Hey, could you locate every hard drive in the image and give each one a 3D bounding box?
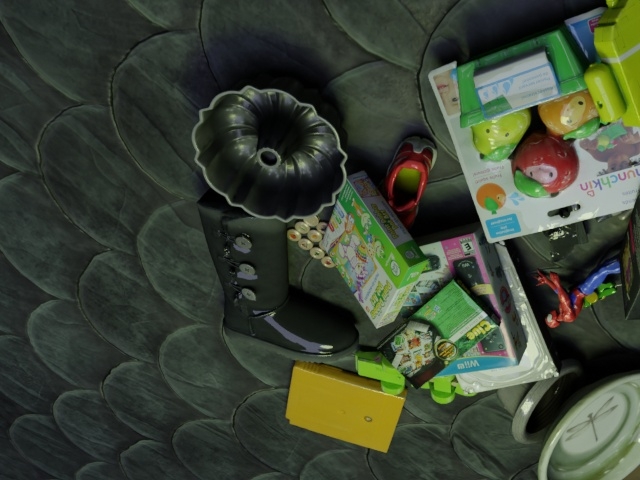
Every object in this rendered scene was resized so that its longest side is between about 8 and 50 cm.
[{"bbox_3d":[0.373,0.173,1.700,0.237,0.064,0.339,-18,100,30],"label":"hard drive"}]

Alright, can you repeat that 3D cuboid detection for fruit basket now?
[{"bbox_3d":[0.393,-0.187,1.335,0.327,0.165,0.353,-15,98,28],"label":"fruit basket"}]

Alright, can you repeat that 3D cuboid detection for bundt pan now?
[{"bbox_3d":[-0.092,-0.204,1.553,0.331,0.124,0.331,9,133,9],"label":"bundt pan"}]

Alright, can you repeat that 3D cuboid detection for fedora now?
[{"bbox_3d":[0.523,0.368,1.832,0.275,0.124,0.244,24,101,-52],"label":"fedora"}]

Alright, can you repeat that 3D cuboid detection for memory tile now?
[{"bbox_3d":[0.000,0.000,1.780,0.148,0.012,0.113,38,131,-16],"label":"memory tile"}]

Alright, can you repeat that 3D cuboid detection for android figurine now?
[{"bbox_3d":[0.536,-0.300,1.216,0.248,0.056,0.273,-36,110,-11],"label":"android figurine"}]

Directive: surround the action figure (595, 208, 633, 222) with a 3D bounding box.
[{"bbox_3d":[0.686,-0.102,1.368,0.330,0.178,0.341,-14,125,39],"label":"action figure"}]

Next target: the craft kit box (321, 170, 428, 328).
[{"bbox_3d":[0.106,0.023,1.594,0.246,0.061,0.250,54,150,24],"label":"craft kit box"}]

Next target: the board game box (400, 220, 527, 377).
[{"bbox_3d":[0.291,0.133,1.631,0.224,0.097,0.303,-15,102,31],"label":"board game box"}]

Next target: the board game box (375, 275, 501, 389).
[{"bbox_3d":[0.248,0.202,1.607,0.136,0.030,0.260,48,123,6],"label":"board game box"}]

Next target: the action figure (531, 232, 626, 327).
[{"bbox_3d":[0.548,0.067,1.602,0.139,0.091,0.280,39,121,14],"label":"action figure"}]

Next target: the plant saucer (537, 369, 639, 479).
[{"bbox_3d":[0.676,0.458,1.835,0.400,0.100,0.400,-13,123,-20],"label":"plant saucer"}]

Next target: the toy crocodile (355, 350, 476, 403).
[{"bbox_3d":[0.254,0.339,1.951,0.340,0.105,0.115,7,132,18],"label":"toy crocodile"}]

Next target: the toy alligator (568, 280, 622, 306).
[{"bbox_3d":[0.610,0.107,1.659,0.189,0.056,0.051,-37,71,38],"label":"toy alligator"}]

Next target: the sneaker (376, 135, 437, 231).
[{"bbox_3d":[0.161,-0.088,1.578,0.107,0.118,0.279,16,133,4],"label":"sneaker"}]

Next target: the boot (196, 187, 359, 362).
[{"bbox_3d":[-0.089,0.079,1.802,0.367,0.146,0.445,6,128,11],"label":"boot"}]

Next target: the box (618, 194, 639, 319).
[{"bbox_3d":[0.642,0.035,1.345,0.165,0.143,0.270,-3,155,13],"label":"box"}]

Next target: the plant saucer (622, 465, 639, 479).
[{"bbox_3d":[0.829,0.604,2.034,0.278,0.041,0.278,9,133,9],"label":"plant saucer"}]

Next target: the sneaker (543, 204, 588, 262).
[{"bbox_3d":[0.504,-0.029,1.567,0.089,0.051,0.170,-13,129,22],"label":"sneaker"}]

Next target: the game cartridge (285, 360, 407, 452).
[{"bbox_3d":[0.067,0.475,2.161,0.323,0.053,0.285,16,133,6],"label":"game cartridge"}]
